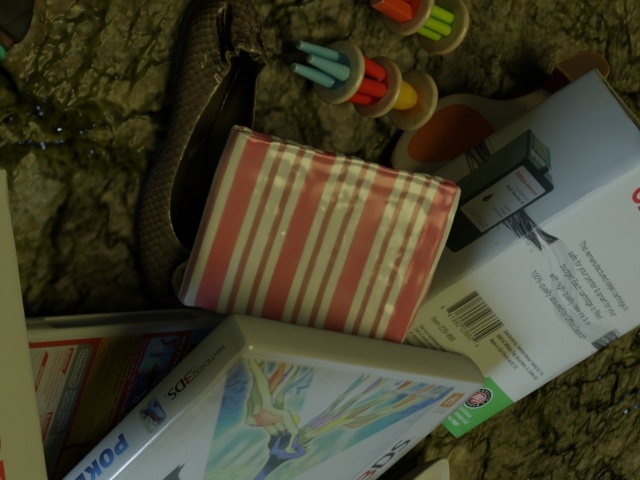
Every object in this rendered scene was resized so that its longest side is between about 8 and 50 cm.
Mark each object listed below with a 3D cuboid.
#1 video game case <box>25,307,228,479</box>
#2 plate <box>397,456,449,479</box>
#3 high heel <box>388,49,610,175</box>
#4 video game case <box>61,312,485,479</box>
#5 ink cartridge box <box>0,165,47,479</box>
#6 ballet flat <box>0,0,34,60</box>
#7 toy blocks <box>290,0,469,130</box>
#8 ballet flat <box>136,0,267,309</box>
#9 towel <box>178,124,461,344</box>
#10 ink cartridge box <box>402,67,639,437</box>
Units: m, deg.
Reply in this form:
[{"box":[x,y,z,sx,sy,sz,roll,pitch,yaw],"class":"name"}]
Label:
[{"box":[-0.176,0.145,1.021,0.285,0.025,0.204,0,119,-46],"class":"video game case"},{"box":[0.027,0.380,1.368,0.277,0.045,0.278,-30,129,-35],"class":"plate"},{"box":[0.157,-0.092,1.257,0.244,0.082,0.117,-32,161,-24],"class":"high heel"},{"box":[-0.058,0.180,1.063,0.300,0.036,0.329,-45,149,20],"class":"video game case"},{"box":[-0.339,0.113,0.685,0.384,0.160,0.279,-8,92,-45],"class":"ink cartridge box"},{"box":[-0.257,-0.191,0.742,0.280,0.095,0.096,30,77,-60],"class":"ballet flat"},{"box":[0.045,-0.162,1.096,0.148,0.054,0.123,14,100,-49],"class":"toy blocks"},{"box":[-0.081,-0.060,1.012,0.084,0.058,0.250,-5,113,-45],"class":"ballet flat"},{"box":[0.000,0.000,1.033,0.197,0.029,0.144,13,107,-22],"class":"towel"},{"box":[0.178,0.018,1.188,0.289,0.122,0.211,-33,139,9],"class":"ink cartridge box"}]
